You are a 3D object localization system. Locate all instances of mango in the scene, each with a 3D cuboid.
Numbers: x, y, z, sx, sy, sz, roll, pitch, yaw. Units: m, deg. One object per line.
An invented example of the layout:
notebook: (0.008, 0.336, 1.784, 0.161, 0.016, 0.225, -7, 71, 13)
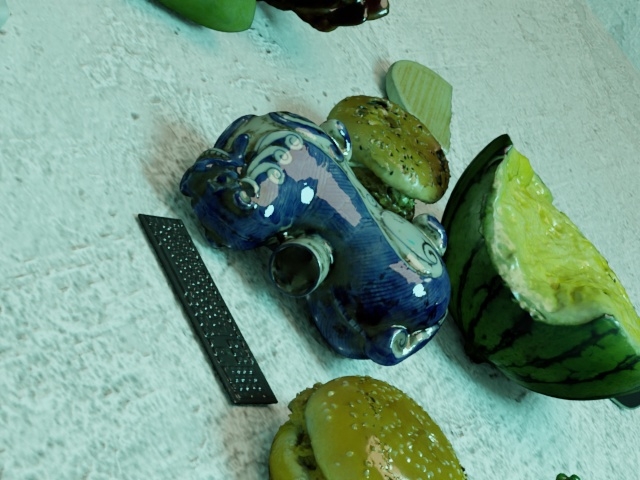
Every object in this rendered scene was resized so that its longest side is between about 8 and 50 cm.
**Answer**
mango: (-0.160, -0.324, 1.809, 0.251, 0.114, 0.156, 32, 22, -37)

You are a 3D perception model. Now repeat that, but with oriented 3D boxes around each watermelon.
watermelon: (0.238, 0.056, 1.898, 0.331, 0.189, 0.331, 58, 11, -18)

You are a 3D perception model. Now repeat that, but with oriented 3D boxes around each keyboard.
keyboard: (-0.100, 0.060, 1.468, 0.067, 0.011, 0.202, 11, 45, -56)

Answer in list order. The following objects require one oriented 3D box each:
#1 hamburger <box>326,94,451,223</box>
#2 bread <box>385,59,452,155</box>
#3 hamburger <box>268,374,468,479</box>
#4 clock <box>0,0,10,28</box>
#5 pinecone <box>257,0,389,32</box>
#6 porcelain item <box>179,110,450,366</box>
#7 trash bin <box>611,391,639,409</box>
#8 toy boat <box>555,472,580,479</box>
hamburger: (0.064, -0.086, 1.874, 0.185, 0.113, 0.177, 15, 42, -56)
bread: (0.128, -0.190, 2.260, 0.112, 0.036, 0.193, 37, 29, -19)
hamburger: (0.045, 0.196, 1.404, 0.182, 0.118, 0.191, 43, 19, -26)
clock: (-0.381, -0.274, 1.312, 0.262, 0.116, 0.231, 58, 24, 18)
pinecone: (-0.035, -0.405, 2.003, 0.298, 0.242, 0.296, 47, 12, 28)
porcelain item: (0.000, 0.000, 1.598, 0.288, 0.138, 0.186, 50, 33, 0)
trash bin: (0.384, 0.145, 2.198, 0.116, 0.059, 0.130, 41, 23, -25)
toy boat: (0.303, 0.329, 1.721, 0.229, 0.088, 0.089, 43, 23, -19)
